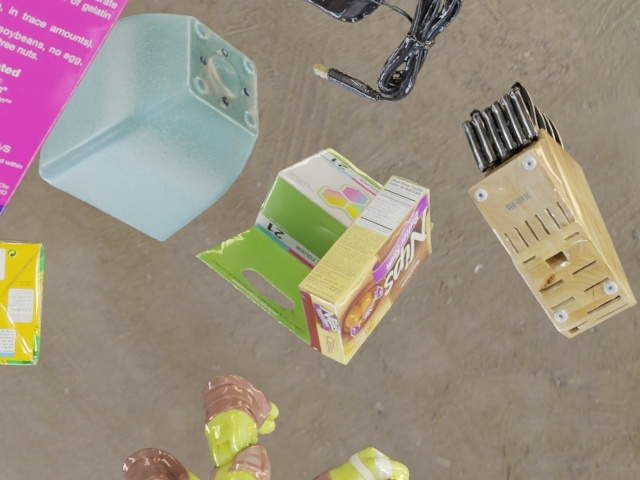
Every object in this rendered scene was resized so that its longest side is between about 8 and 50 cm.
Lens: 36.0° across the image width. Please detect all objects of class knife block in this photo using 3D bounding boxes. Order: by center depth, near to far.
[{"bbox_3d":[0.269,-0.050,1.161,0.088,0.242,0.275,-34,90,27],"label":"knife block"}]

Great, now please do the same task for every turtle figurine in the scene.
[{"bbox_3d":[-0.059,0.183,0.520,0.087,0.217,0.269,25,107,-27],"label":"turtle figurine"}]

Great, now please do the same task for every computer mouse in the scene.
[{"bbox_3d":[0.009,-0.255,1.023,0.262,0.060,0.184,24,135,2],"label":"computer mouse"}]

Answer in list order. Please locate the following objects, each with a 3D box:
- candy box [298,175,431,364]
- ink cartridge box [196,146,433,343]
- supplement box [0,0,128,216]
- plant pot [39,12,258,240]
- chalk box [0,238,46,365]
[{"bbox_3d":[0.054,0.031,1.073,0.053,0.186,0.109,25,145,28],"label":"candy box"},{"bbox_3d":[0.000,0.000,1.246,0.189,0.255,0.097,37,123,15],"label":"ink cartridge box"},{"bbox_3d":[-0.158,-0.135,0.462,0.114,0.111,0.220,20,121,-35],"label":"supplement box"},{"bbox_3d":[-0.230,-0.189,1.461,0.252,0.247,0.248,-25,143,31],"label":"plant pot"},{"bbox_3d":[-0.379,0.066,1.107,0.132,0.213,0.132,3,86,-14],"label":"chalk box"}]
